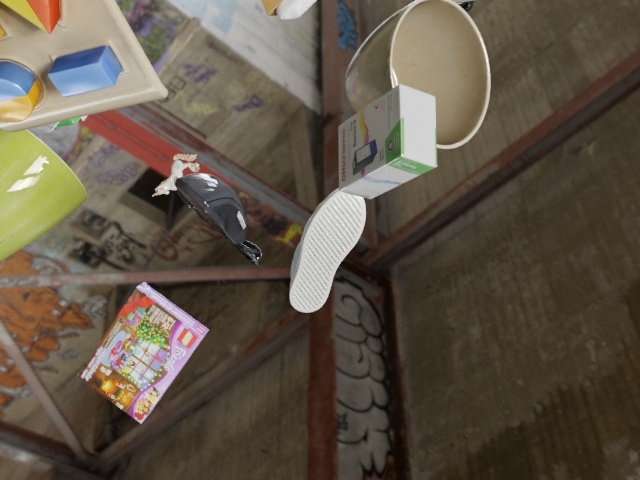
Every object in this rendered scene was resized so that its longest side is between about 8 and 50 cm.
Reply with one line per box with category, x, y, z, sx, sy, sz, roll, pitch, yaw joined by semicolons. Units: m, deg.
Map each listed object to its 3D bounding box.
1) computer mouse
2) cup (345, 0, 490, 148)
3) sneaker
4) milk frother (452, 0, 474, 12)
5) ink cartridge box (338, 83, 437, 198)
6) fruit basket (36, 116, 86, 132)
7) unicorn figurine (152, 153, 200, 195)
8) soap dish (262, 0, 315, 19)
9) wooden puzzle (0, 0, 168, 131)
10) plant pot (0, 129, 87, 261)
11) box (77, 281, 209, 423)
computer mouse;-0.177;-0.068;1.172;0.184;0.262;0.060;40;-98;25
cup;0.195;-0.369;1.676;0.237;0.331;0.331;3;-116;50
sneaker;0.000;0.000;1.839;0.150;0.135;0.365;-101;-147;-56
milk frother;0.328;-0.651;1.828;0.129;0.135;0.143;84;-1;-78
ink cartridge box;0.128;-0.190;1.449;0.212;0.093;0.154;-26;-122;55
fruit basket;-0.766;-0.454;2.075;0.353;0.165;0.327;14;-114;41
unicorn figurine;-0.419;-0.180;2.136;0.060;0.111;0.161;115;-15;-68
soap dish;-0.036;-0.753;2.039;0.291;0.118;0.229;-40;-175;21
wooden puzzle;-0.452;-0.300;1.118;0.322;0.347;0.080;-9;-129;15
plant pot;-0.690;-0.069;1.503;0.275;0.275;0.293;-4;-135;56
box;-0.436;0.276;1.780;0.293;0.201;0.057;-54;180;15
